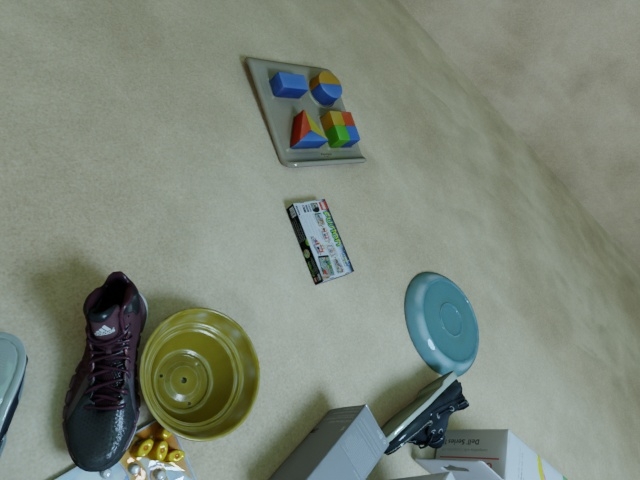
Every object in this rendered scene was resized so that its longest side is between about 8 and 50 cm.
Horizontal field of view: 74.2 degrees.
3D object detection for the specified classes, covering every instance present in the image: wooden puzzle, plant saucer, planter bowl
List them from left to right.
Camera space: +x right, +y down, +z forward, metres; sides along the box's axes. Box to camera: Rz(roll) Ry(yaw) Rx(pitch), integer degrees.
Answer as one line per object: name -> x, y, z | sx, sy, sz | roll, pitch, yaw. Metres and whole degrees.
planter bowl -> -0.219, 0.233, 0.730 | 0.217, 0.090, 0.217 | 27, 48, -33
wooden puzzle -> -0.022, -0.377, 1.211 | 0.321, 0.080, 0.348 | -13, 78, -42
plant saucer -> 0.375, 0.239, 1.255 | 0.317, 0.043, 0.318 | 18, 59, -32

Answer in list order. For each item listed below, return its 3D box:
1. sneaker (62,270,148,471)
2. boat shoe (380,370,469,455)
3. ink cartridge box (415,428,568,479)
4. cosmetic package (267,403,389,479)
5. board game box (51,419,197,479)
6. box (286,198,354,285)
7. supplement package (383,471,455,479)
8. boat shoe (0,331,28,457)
sneaker -> -0.319, 0.173, 0.614 | 0.106, 0.163, 0.282 | 2, 58, -16
boat shoe -> 0.256, 0.430, 1.004 | 0.340, 0.127, 0.113 | -12, 65, -52
ink cartridge box -> 0.421, 0.560, 1.016 | 0.353, 0.207, 0.119 | 41, 50, -16
cosmetic package -> 0.009, 0.432, 0.801 | 0.237, 0.127, 0.107 | -29, 88, -46
board game box -> -0.298, 0.514, 0.559 | 0.389, 0.050, 0.390 | -21, 83, -44
box -> 0.000, 0.000, 1.069 | 0.114, 0.036, 0.207 | -12, 77, -42
supplement package -> 0.157, 0.561, 0.778 | 0.194, 0.203, 0.149 | -15, 78, -57
boat shoe -> -0.454, 0.269, 0.522 | 0.114, 0.091, 0.303 | 24, 54, -16
